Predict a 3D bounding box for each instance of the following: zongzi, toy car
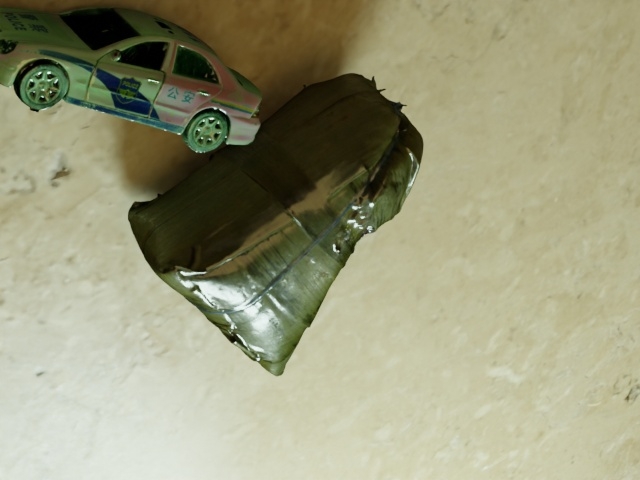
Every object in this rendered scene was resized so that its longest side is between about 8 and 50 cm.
[{"bbox_3d":[0.000,0.000,0.996,0.251,0.125,0.274,-34,140,3],"label":"zongzi"},{"bbox_3d":[-0.143,-0.127,0.814,0.224,0.090,0.076,12,113,-40],"label":"toy car"}]
